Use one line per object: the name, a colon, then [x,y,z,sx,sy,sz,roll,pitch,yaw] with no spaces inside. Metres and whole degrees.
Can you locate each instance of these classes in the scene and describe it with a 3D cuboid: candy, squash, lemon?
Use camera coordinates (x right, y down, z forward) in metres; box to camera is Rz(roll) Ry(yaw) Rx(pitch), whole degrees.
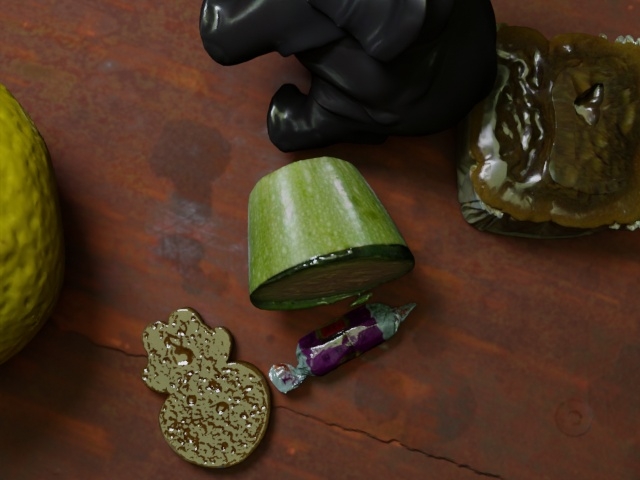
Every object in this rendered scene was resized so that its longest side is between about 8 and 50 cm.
candy: [0.022,0.105,0.890,0.175,0.045,0.043,-29,119,-2]
squash: [0.000,0.000,0.846,0.170,0.170,0.122,-17,67,0]
lemon: [-0.391,-0.018,0.776,0.336,0.336,0.336,0,86,1]

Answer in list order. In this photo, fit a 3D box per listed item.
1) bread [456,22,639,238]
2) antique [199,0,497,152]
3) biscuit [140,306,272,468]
bread: [0.239,-0.110,0.865,0.192,0.110,0.209,6,86,1]
antique: [0.036,-0.218,0.768,0.255,0.322,0.185,8,58,33]
biscuit: [-0.122,0.156,0.896,0.124,0.026,0.175,-27,86,-2]
